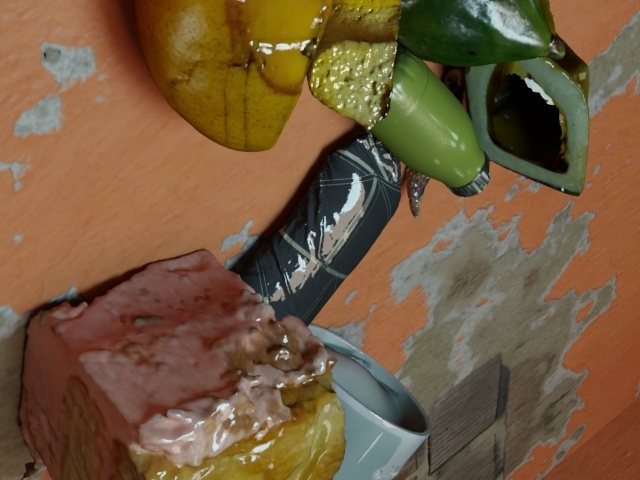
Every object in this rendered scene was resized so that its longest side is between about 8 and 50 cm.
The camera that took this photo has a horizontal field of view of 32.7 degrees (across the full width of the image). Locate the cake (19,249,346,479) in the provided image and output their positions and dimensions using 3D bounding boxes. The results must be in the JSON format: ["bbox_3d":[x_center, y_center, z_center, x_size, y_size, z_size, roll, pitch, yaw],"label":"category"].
[{"bbox_3d":[-0.172,0.210,1.344,0.314,0.307,0.293,-17,132,-37],"label":"cake"}]

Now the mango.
[{"bbox_3d":[-0.081,-0.228,1.096,0.201,0.199,0.350,-48,159,-34],"label":"mango"}]

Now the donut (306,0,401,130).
[{"bbox_3d":[0.049,-0.253,1.171,0.101,0.152,0.259,12,97,-10],"label":"donut"}]

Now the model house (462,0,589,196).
[{"bbox_3d":[0.307,-0.240,1.540,0.239,0.173,0.268,-65,156,-45],"label":"model house"}]

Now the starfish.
[{"bbox_3d":[0.166,-0.143,1.581,0.238,0.071,0.216,23,111,-43],"label":"starfish"}]

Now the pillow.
[{"bbox_3d":[0.000,0.000,1.510,0.335,0.092,0.161,-51,143,3],"label":"pillow"}]

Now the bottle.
[{"bbox_3d":[0.137,-0.150,1.434,0.112,0.112,0.260,-49,129,2],"label":"bottle"}]

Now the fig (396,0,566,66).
[{"bbox_3d":[0.182,-0.290,1.286,0.195,0.245,0.195,-44,157,-24],"label":"fig"}]

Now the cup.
[{"bbox_3d":[-0.051,0.289,1.648,0.357,0.259,0.274,31,101,-25],"label":"cup"}]
